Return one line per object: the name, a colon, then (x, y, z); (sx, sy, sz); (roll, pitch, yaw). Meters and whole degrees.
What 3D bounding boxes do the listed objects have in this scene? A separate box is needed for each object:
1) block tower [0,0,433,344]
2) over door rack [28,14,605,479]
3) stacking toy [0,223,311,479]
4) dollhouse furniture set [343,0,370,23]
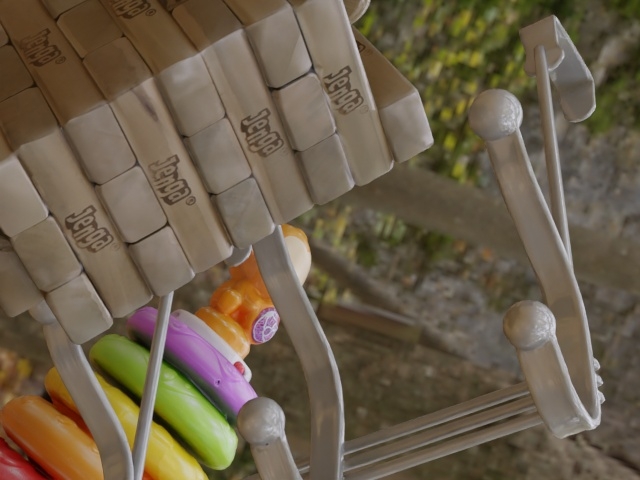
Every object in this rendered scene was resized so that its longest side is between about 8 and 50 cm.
block tower: (-0.133, -0.007, 0.510); (0.091, 0.335, 0.097); (53, -11, 44)
over door rack: (0.000, 0.000, 0.662); (0.239, 0.108, 0.324); (-21, -156, 20)
stacking toy: (-0.104, 0.107, 0.924); (0.166, 0.175, 0.302); (27, -110, 43)
dollhouse furniture set: (-0.004, -0.127, 0.694); (0.212, 0.161, 0.242); (-39, 145, -72)
